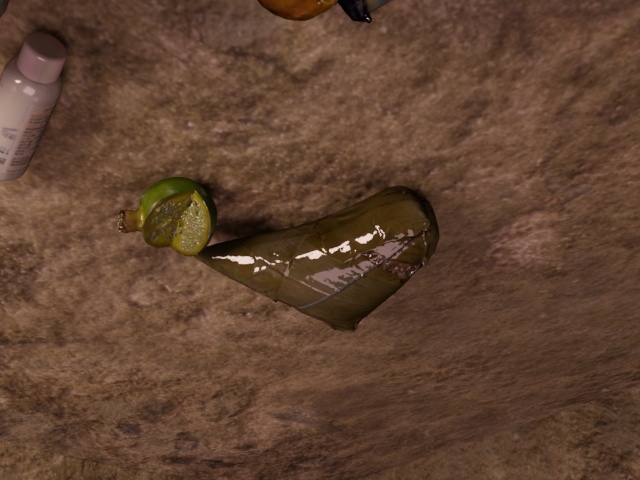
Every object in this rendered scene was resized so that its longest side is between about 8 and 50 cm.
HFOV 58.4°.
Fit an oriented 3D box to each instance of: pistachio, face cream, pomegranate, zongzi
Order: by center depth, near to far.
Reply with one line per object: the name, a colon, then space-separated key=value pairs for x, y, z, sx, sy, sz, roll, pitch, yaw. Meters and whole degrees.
pistachio: x=-0.043 y=-0.303 z=0.704 sx=0.049 sy=0.173 sz=0.089 roll=-50 pitch=137 yaw=0
face cream: x=-0.450 y=-0.198 z=0.863 sx=0.082 sy=0.081 sz=0.269 roll=22 pitch=134 yaw=-29
pomegranate: x=-0.272 y=-0.049 z=1.030 sx=0.169 sy=0.122 sz=0.143 roll=5 pitch=137 yaw=-14
zongzi: x=0.000 y=0.000 z=1.094 sx=0.393 sy=0.174 sz=0.356 roll=24 pitch=129 yaw=-23

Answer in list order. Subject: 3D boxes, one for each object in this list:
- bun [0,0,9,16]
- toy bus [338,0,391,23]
bun: x=-0.474 y=-0.339 z=0.558 sx=0.362 sy=0.211 sz=0.362 roll=5 pitch=150 yaw=3
toy bus: x=0.013 y=-0.430 z=0.556 sx=0.162 sy=0.171 sz=0.386 roll=-29 pitch=139 yaw=8
